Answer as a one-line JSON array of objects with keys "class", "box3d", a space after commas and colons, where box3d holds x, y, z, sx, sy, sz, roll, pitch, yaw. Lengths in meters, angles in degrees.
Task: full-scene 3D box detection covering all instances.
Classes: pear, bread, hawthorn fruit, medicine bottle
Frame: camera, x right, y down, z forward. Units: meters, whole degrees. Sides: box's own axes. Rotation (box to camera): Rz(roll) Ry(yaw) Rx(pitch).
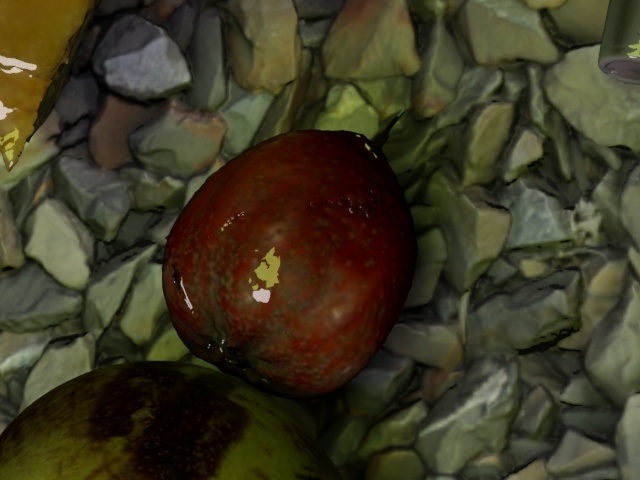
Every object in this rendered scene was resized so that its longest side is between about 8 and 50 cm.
[{"class": "pear", "box3d": [-0.110, 0.211, 0.951, 0.284, 0.283, 0.283, -6, 74, 21]}, {"class": "bread", "box3d": [-0.158, -0.252, 1.136, 0.279, 0.248, 0.315, -16, 103, -9]}, {"class": "hawthorn fruit", "box3d": [0.000, 0.000, 1.027, 0.181, 0.181, 0.235, 30, 68, 26]}, {"class": "medicine bottle", "box3d": [0.244, -0.213, 1.037, 0.058, 0.057, 0.199, 9, 79, 24]}]
